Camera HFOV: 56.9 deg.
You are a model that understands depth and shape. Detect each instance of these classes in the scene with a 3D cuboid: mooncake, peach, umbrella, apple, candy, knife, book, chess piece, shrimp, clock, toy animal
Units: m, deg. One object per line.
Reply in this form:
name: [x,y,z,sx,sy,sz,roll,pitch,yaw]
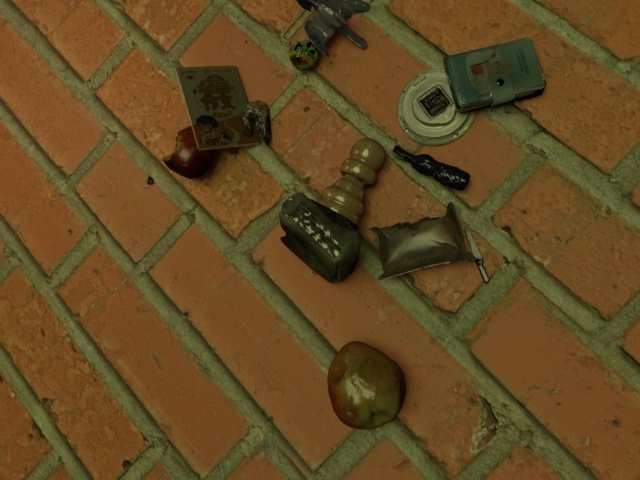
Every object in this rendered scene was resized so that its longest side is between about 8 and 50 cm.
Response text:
mooncake: [0.004,-0.003,1.661,0.254,0.250,0.136,41,75,15]
peach: [0.121,0.379,1.593,0.214,0.214,0.236,-24,57,12]
umbrella: [0.309,-0.207,1.695,0.248,0.071,0.071,25,89,24]
apple: [-0.407,-0.281,1.885,0.147,0.156,0.158,27,76,11]
candy: [-0.001,-0.673,1.870,0.091,0.083,0.306,27,82,15]
knife: [0.433,0.038,1.638,0.023,0.010,0.170,-23,73,13]
book: [-0.327,-0.427,1.883,0.207,0.020,0.296,-11,74,-27]
chess piece: [0.103,-0.175,1.725,0.142,0.143,0.261,26,82,20]
shrimp: [-0.201,-0.371,1.887,0.091,0.034,0.161,-11,76,-8]
clock: [0.334,-0.395,1.720,0.236,0.053,0.237,-3,79,17]
toy animal: [0.038,-0.687,1.809,0.239,0.255,0.176,-50,28,-12]

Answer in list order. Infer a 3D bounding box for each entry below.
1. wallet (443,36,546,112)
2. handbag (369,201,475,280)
wallet: [0.486,-0.462,1.651,0.250,0.075,0.176,-13,77,2]
handbag: [0.275,0.002,1.644,0.270,0.117,0.183,-14,69,16]
